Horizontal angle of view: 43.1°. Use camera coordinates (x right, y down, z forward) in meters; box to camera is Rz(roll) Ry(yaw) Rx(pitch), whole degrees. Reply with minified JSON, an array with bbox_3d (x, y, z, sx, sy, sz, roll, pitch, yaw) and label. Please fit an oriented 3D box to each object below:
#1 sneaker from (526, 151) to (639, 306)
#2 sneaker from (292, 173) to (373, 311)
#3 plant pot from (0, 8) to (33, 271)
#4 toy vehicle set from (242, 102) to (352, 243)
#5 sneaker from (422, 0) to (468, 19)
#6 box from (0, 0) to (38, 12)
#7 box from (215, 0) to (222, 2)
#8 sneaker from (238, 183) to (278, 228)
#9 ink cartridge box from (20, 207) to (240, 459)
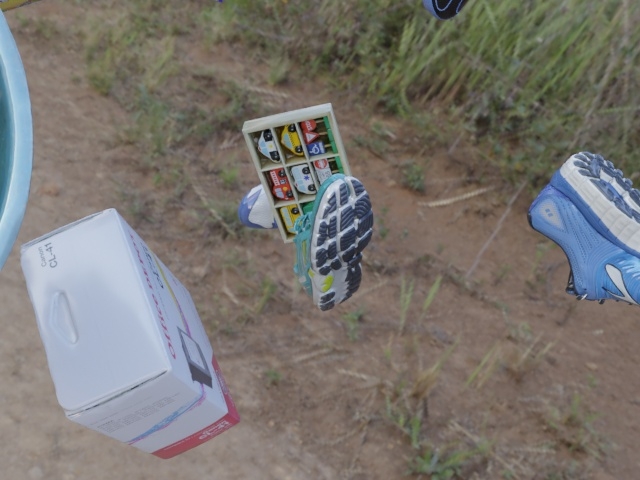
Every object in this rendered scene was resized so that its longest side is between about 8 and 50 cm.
[{"bbox_3d":[0.415,0.033,1.089,0.330,0.147,0.130,42,39,-3],"label":"sneaker"},{"bbox_3d":[0.000,0.000,1.176,0.110,0.107,0.275,46,-29,24],"label":"sneaker"},{"bbox_3d":[-0.400,-0.064,0.540,0.341,0.341,0.334,30,-12,-27],"label":"plant pot"},{"bbox_3d":[-0.026,-0.121,1.533,0.035,0.166,0.267,-87,162,-53],"label":"toy vehicle set"},{"bbox_3d":[0.199,-0.374,1.026,0.081,0.232,0.090,-5,46,-25],"label":"sneaker"},{"bbox_3d":[-0.323,-0.409,0.819,0.177,0.279,0.290,-104,178,-86],"label":"box"},{"bbox_3d":[-0.214,-0.496,1.401,0.072,0.126,0.137,14,4,15],"label":"box"},{"bbox_3d":[-0.031,-0.072,1.782,0.296,0.112,0.131,-10,30,-11],"label":"sneaker"},{"bbox_3d":[-0.229,0.131,1.022,0.306,0.131,0.226,72,-7,-66],"label":"ink cartridge box"}]
